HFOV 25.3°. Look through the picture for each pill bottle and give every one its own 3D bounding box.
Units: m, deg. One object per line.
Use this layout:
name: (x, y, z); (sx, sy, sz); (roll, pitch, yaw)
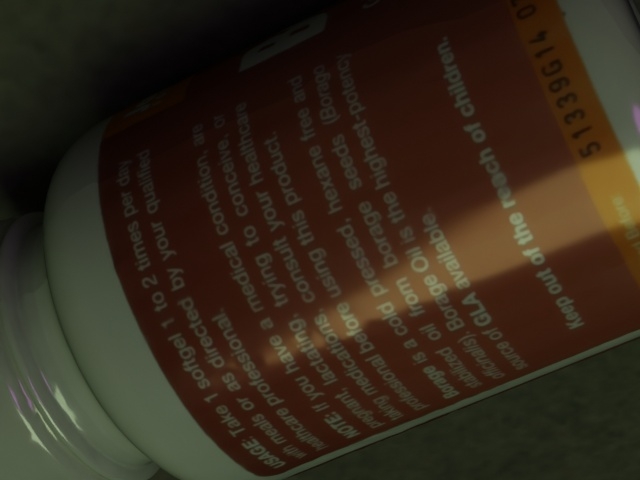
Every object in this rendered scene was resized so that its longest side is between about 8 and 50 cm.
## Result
pill bottle: (0.000, 0.000, 0.415); (0.216, 0.121, 0.121); (-24, 130, 16)
